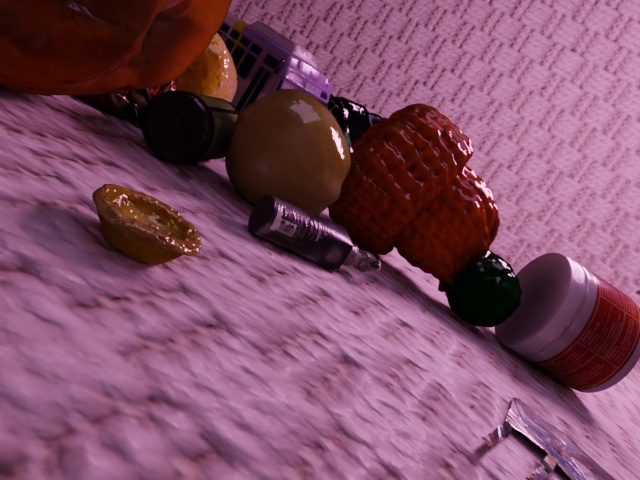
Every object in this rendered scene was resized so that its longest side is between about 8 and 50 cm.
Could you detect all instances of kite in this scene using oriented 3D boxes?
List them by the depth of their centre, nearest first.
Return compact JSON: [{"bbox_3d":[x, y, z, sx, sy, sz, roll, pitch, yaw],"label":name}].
[{"bbox_3d":[0.252,0.240,0.652,0.169,0.015,0.309,44,13,36],"label":"kite"}]

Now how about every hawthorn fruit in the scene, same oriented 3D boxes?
[{"bbox_3d":[-0.302,-0.382,0.631,0.471,0.472,0.472,32,13,-8],"label":"hawthorn fruit"}]

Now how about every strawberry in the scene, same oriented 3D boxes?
[{"bbox_3d":[-0.331,-0.281,0.906,0.286,0.106,0.188,37,12,14],"label":"strawberry"}]

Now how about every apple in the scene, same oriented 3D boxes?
[{"bbox_3d":[-0.051,-0.129,0.875,0.200,0.200,0.200,32,13,-8],"label":"apple"}]

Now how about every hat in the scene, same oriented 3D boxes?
[{"bbox_3d":[0.217,-0.041,1.023,0.400,0.285,0.285,44,15,19],"label":"hat"}]

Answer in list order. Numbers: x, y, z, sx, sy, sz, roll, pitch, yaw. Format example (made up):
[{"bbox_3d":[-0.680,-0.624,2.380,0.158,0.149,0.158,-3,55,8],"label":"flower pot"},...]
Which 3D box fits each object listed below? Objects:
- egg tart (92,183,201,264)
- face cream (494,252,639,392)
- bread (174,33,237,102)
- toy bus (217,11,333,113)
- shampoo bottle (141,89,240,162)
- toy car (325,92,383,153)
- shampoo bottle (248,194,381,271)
[{"bbox_3d":[-0.154,-0.010,0.498,0.105,0.039,0.105,32,13,-8],"label":"egg tart"},{"bbox_3d":[0.458,0.152,1.056,0.187,0.201,0.201,31,13,-9],"label":"face cream"},{"bbox_3d":[-0.260,-0.316,1.077,0.197,0.197,0.170,36,1,9],"label":"bread"},{"bbox_3d":[-0.188,-0.388,1.323,0.440,0.249,0.209,41,14,28],"label":"toy bus"},{"bbox_3d":[-0.182,-0.179,0.913,0.101,0.101,0.284,34,13,0],"label":"shampoo bottle"},{"bbox_3d":[0.063,-0.232,1.450,0.213,0.176,0.359,4,68,-52],"label":"toy car"},{"bbox_3d":[-0.001,0.001,0.798,0.207,0.057,0.063,24,16,-37],"label":"shampoo bottle"}]
